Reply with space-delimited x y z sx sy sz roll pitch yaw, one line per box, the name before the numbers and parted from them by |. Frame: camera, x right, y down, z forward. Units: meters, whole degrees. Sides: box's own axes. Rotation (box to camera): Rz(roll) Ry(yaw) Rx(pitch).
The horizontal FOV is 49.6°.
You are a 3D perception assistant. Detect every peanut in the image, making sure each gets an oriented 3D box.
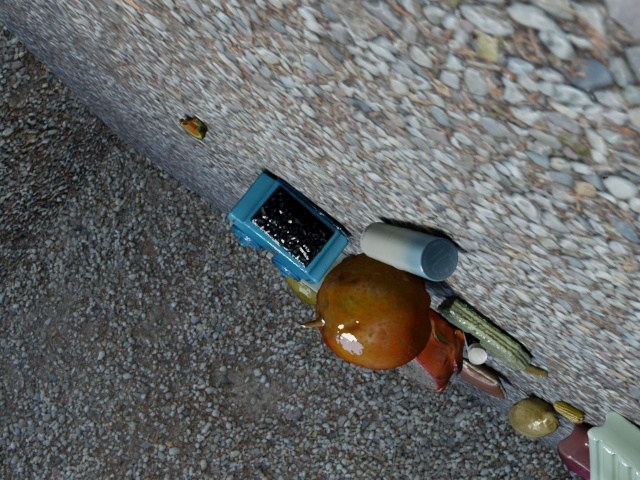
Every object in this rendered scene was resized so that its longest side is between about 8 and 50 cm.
peanut | 0.675 0.558 2.183 0.137 0.122 0.253 26 167 12

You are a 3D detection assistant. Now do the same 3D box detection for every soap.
soap | 0.806 0.634 2.006 0.220 0.127 0.325 31 171 25
soap | 0.705 0.525 1.589 0.160 0.087 0.265 40 161 43

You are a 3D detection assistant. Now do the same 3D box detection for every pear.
pear | -0.012 0.127 2.386 0.211 0.188 0.228 39 171 4

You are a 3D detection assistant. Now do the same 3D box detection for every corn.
corn | 0.677 0.466 1.886 0.037 0.037 0.092 41 175 -35

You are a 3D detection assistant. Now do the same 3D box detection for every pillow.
pillow | 0.541 0.455 2.318 0.179 0.075 0.171 28 164 34

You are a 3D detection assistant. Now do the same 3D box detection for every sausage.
sausage | 0.522 0.321 1.730 0.024 0.024 0.132 38 172 -14

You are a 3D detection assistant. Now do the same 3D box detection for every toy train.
toy train | -0.085 -0.021 1.814 0.300 0.188 0.265 39 168 -6

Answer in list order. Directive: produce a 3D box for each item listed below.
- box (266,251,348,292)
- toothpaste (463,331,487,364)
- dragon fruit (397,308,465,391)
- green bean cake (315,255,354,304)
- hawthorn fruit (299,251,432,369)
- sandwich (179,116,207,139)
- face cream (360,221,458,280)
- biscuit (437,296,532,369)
box | -0.032 0.062 2.202 0.242 0.155 0.067 34 171 13
toothpaste | 0.395 0.262 1.779 0.071 0.045 0.193 37 -166 1
dragon fruit | 0.302 0.294 2.053 0.290 0.189 0.291 35 165 11
green bean cake | 0.098 0.164 2.091 0.183 0.185 0.094 36 -168 -10
hawthorn fruit | 0.099 0.163 1.581 0.298 0.277 0.277 -8 180 -6
sandwich | -0.328 -0.294 1.802 0.067 0.029 0.135 47 170 -32
face cream | 0.156 0.016 1.270 0.077 0.077 0.250 39 174 -20
biscuit | 0.389 0.222 1.628 0.250 0.046 0.147 37 173 -1
